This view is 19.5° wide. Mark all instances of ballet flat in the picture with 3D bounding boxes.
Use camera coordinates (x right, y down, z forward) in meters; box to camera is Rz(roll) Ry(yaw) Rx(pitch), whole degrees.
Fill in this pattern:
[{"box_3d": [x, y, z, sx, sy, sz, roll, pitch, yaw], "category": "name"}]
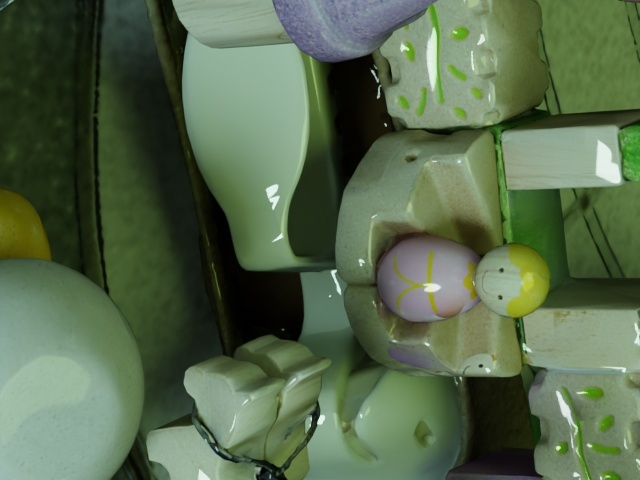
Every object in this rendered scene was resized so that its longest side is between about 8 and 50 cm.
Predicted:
[{"box_3d": [0.000, 0.000, 0.668, 0.124, 0.116, 0.342, -59, 141, -64], "category": "ballet flat"}]

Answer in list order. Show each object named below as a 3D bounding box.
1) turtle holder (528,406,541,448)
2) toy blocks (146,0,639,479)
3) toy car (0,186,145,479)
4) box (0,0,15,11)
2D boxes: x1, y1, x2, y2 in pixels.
[{"box_3d": [0.196, 0.186, 0.823, 0.320, 0.243, 0.227, -60, 147, -23], "category": "turtle holder"}, {"box_3d": [0.138, 0.002, 0.567, 0.309, 0.260, 0.289, -20, 106, -52], "category": "toy blocks"}, {"box_3d": [-0.142, 0.069, 0.541, 0.136, 0.159, 0.182, 7, 94, -34], "category": "toy car"}, {"box_3d": [-0.194, -0.098, 0.527, 0.220, 0.051, 0.175, -45, 126, -27], "category": "box"}]
